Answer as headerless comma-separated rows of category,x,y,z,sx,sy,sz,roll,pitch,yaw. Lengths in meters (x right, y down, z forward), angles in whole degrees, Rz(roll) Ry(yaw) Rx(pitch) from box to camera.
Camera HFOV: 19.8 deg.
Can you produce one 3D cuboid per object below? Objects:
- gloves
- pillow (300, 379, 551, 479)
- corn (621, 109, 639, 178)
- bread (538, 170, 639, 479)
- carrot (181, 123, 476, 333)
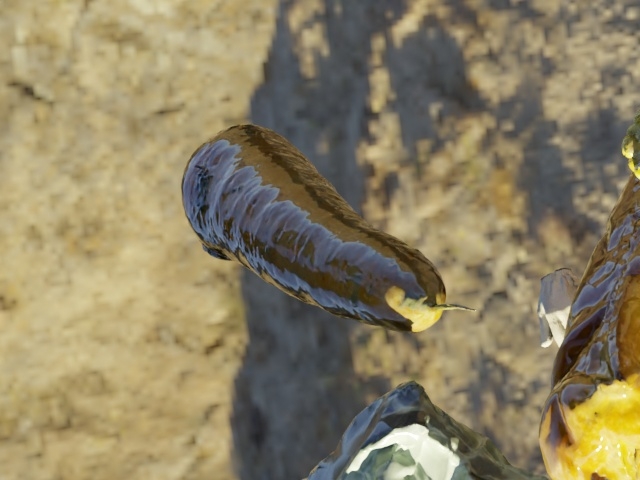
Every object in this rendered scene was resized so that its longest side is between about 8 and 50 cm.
gloves,0.183,0.052,1.395,0.044,0.037,0.081,-23,84,21
pillow,0.053,0.236,0.932,0.310,0.283,0.138,-44,19,33
corn,0.238,-0.057,1.005,0.067,0.206,0.067,4,97,41
bread,0.241,0.056,1.148,0.294,0.167,0.132,-62,-12,-49
carrot,0.000,0.000,0.923,0.298,0.078,0.078,-148,54,-64
